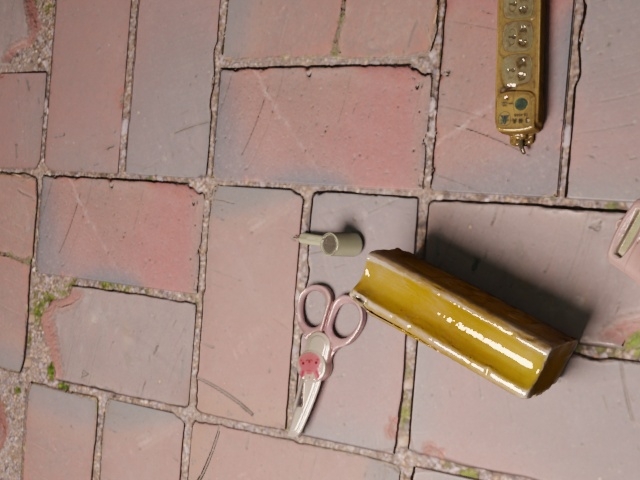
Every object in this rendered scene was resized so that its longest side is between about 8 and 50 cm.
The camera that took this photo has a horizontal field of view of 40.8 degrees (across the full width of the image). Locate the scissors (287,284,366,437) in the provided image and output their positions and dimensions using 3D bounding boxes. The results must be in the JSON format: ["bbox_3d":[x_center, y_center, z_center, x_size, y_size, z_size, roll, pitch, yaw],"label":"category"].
[{"bbox_3d":[-0.006,0.194,1.350,0.118,0.030,0.242,17,93,28],"label":"scissors"}]

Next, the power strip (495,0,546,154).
[{"bbox_3d":[0.279,-0.273,1.201,0.064,0.044,0.306,1,89,28],"label":"power strip"}]

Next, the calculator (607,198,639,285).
[{"bbox_3d":[0.429,0.015,1.078,0.175,0.032,0.100,49,121,54],"label":"calculator"}]

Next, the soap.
[{"bbox_3d":[0.193,0.108,1.163,0.274,0.173,0.089,29,100,26],"label":"soap"}]

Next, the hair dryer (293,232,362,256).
[{"bbox_3d":[0.000,0.000,1.342,0.124,0.063,0.038,10,95,41],"label":"hair dryer"}]
